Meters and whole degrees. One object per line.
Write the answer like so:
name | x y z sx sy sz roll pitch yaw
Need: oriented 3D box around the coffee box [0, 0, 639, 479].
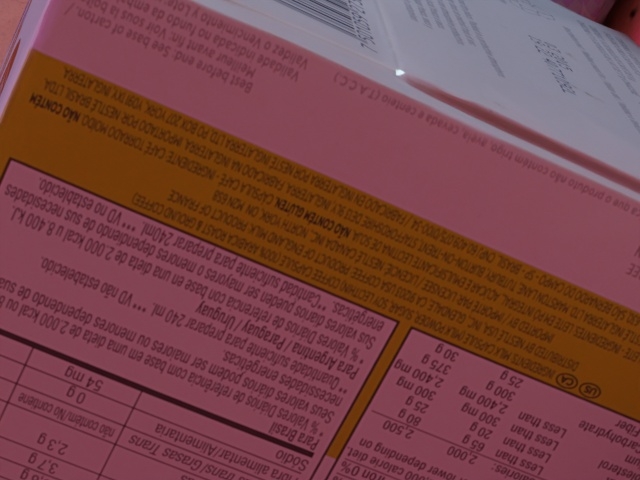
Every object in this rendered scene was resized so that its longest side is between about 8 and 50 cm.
coffee box | -0.024 0.021 0.824 0.337 0.338 0.334 -97 32 -65

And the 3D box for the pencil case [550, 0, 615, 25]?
pencil case | 0.180 -0.252 0.971 0.113 0.124 0.273 43 116 36
